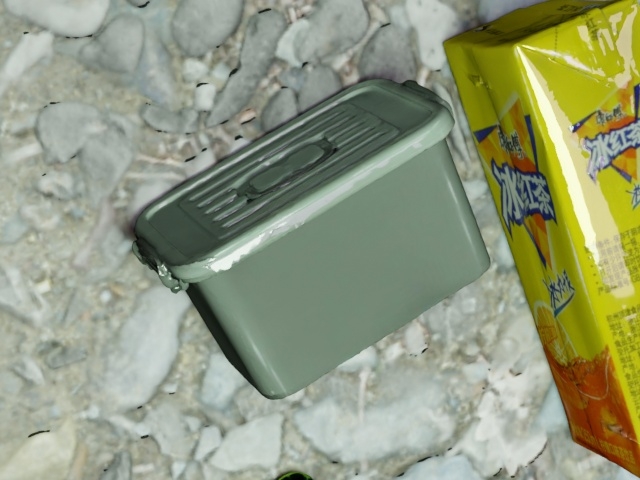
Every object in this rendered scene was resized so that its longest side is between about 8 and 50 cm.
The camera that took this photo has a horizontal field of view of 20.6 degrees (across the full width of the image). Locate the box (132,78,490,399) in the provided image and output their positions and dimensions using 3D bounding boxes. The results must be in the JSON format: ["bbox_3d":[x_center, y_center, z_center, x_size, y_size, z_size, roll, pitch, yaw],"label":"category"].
[{"bbox_3d":[0.000,0.000,1.282,0.243,0.163,0.135,-31,113,-12],"label":"box"}]

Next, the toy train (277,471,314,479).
[{"bbox_3d":[0.062,0.261,1.384,0.249,0.053,0.085,27,99,-18],"label":"toy train"}]

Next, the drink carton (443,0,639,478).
[{"bbox_3d":[0.217,-0.005,1.339,0.111,0.154,0.351,-22,103,-13],"label":"drink carton"}]
